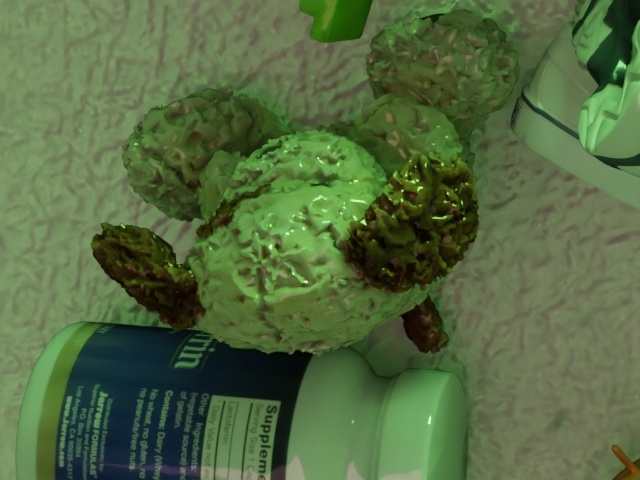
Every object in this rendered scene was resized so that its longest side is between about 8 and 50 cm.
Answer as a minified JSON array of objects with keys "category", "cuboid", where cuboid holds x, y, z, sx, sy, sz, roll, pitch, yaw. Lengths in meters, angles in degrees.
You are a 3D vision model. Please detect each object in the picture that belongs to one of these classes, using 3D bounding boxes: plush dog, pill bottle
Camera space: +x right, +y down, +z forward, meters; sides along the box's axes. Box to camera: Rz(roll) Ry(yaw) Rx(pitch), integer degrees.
[{"category":"plush dog","cuboid":[0.000,0.000,1.055,0.262,0.225,0.210,-16,99,22]},{"category":"pill bottle","cuboid":[-0.046,0.136,1.148,0.265,0.153,0.153,4,105,15]}]

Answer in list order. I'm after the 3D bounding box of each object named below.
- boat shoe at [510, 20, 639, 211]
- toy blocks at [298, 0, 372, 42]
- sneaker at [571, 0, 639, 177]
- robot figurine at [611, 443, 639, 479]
[{"category":"boat shoe","cuboid":[0.239,-0.045,1.049,0.258,0.095,0.084,27,114,7]},{"category":"toy blocks","cuboid":[-0.030,-0.339,1.028,0.261,0.191,0.381,25,110,21]},{"category":"sneaker","cuboid":[0.227,-0.100,0.991,0.153,0.235,0.094,26,124,-12]},{"category":"robot figurine","cuboid":[0.239,0.221,1.101,0.158,0.128,0.219,2,107,44]}]
